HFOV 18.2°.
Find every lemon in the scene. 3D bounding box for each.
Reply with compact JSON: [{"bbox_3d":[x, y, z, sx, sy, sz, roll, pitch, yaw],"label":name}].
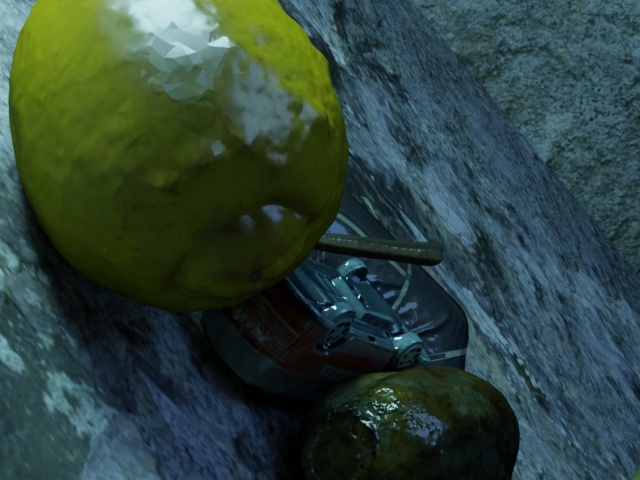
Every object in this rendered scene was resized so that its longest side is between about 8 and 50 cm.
[{"bbox_3d":[-0.121,-0.092,1.616,0.285,0.285,0.316,44,-3,-32],"label":"lemon"}]

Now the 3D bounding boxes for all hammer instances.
[{"bbox_3d":[0.000,-0.001,1.868,0.297,0.125,0.027,9,74,-41],"label":"hammer"}]

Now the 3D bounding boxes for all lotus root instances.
[{"bbox_3d":[0.085,0.191,1.784,0.275,0.152,0.160,4,88,-59],"label":"lotus root"}]

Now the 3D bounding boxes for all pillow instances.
[{"bbox_3d":[0.045,0.039,2.097,0.335,0.092,0.161,46,22,-23],"label":"pillow"}]

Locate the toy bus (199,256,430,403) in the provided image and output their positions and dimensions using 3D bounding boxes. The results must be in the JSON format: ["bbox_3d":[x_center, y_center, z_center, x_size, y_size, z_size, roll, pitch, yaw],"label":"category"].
[{"bbox_3d":[-0.009,0.080,1.807,0.121,0.120,0.265,52,13,23],"label":"toy bus"}]

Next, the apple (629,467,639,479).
[{"bbox_3d":[0.457,0.392,1.899,0.473,0.474,0.473,48,17,-20],"label":"apple"}]
